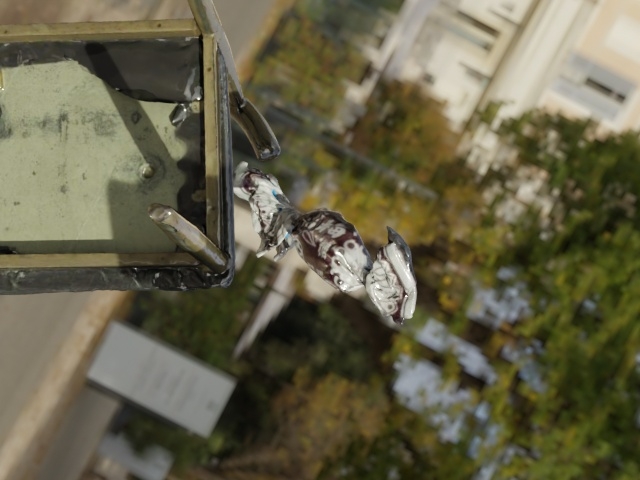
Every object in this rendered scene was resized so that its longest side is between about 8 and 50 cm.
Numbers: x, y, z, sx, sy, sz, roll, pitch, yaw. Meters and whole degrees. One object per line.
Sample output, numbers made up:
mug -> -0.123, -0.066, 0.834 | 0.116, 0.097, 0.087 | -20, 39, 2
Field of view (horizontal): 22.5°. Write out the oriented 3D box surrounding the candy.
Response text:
candy -> 0.000, 0.000, 1.343 | 0.051, 0.226, 0.094 | -33, 132, -26

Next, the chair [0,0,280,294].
chair -> -0.132, -0.054, 0.895 | 0.272, 0.188, 0.166 | 54, 35, -78
